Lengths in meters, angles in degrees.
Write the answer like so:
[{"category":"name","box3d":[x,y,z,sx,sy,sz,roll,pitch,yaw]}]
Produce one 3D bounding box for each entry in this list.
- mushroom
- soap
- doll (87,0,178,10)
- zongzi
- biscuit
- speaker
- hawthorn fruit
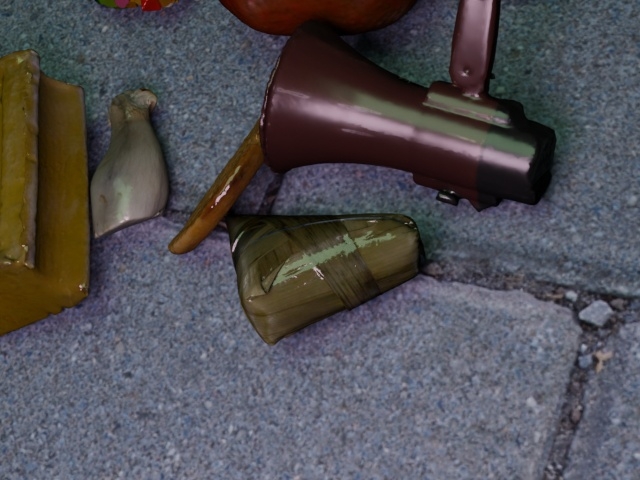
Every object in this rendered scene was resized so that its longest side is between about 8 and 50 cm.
[{"category":"mushroom","box3d":[-0.251,-0.103,1.676,0.116,0.093,0.225,-19,61,36]},{"category":"soap","box3d":[-0.445,-0.043,1.661,0.293,0.156,0.335,-25,56,25]},{"category":"doll","box3d":[-0.267,-0.386,1.824,0.186,0.106,0.134,26,64,30]},{"category":"zongzi","box3d":[0.000,0.000,1.535,0.221,0.112,0.242,-19,32,-1]},{"category":"biscuit","box3d":[-0.106,-0.076,1.590,0.033,0.144,0.224,36,77,-11]},{"category":"speaker","box3d":[0.118,-0.178,1.520,0.329,0.198,0.259,11,89,19]},{"category":"hawthorn fruit","box3d":[-0.012,-0.391,1.626,0.311,0.295,0.295,-3,63,16]}]
